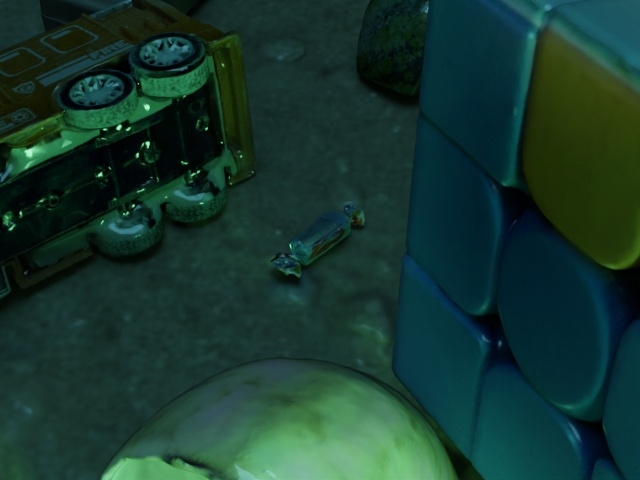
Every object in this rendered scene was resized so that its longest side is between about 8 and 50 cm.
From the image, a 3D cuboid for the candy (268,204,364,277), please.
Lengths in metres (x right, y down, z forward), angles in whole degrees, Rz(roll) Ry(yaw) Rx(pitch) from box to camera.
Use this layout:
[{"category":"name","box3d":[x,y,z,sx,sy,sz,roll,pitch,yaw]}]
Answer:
[{"category":"candy","box3d":[0.000,0.000,1.017,0.083,0.020,0.030,-34,53,-28]}]

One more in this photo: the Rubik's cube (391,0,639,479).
[{"category":"Rubik's cube","box3d":[0.236,0.006,0.762,0.291,0.291,0.290,-13,37,-25]}]

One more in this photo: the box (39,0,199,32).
[{"category":"box","box3d":[-0.131,-0.248,1.241,0.103,0.055,0.243,21,50,23]}]

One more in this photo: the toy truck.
[{"category":"toy truck","box3d":[-0.208,-0.061,1.014,0.305,0.136,0.162,-28,44,-25]}]

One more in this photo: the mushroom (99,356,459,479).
[{"category":"mushroom","box3d":[0.006,0.123,0.801,0.236,0.162,0.173,23,53,21]}]

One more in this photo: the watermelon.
[{"category":"watermelon","box3d":[0.072,-0.163,1.137,0.085,0.092,0.072,27,14,16]}]
